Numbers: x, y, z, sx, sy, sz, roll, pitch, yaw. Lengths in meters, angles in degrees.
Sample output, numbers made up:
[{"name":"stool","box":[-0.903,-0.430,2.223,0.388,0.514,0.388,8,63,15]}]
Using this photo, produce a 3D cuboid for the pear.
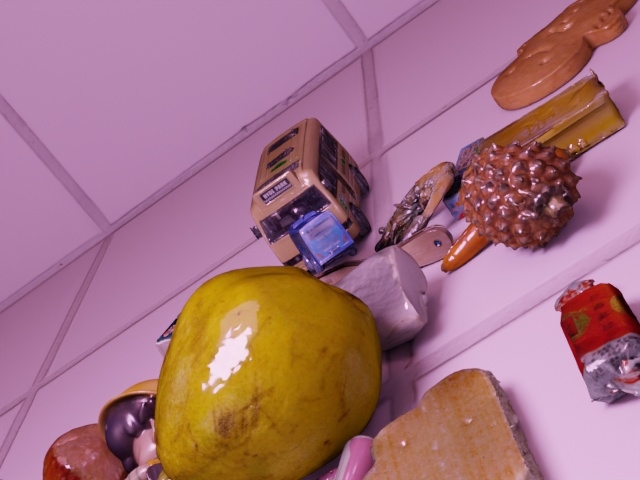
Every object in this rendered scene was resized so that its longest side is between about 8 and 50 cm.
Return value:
[{"name":"pear","box":[-0.084,0.197,1.475,0.375,0.287,0.287,-45,18,-9]}]

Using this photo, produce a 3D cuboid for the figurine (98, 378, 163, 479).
[{"name":"figurine","box":[-0.218,0.310,1.642,0.167,0.192,0.257,-16,38,-15]}]

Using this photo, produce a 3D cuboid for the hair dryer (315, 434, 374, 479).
[{"name":"hair dryer","box":[0.011,0.309,1.396,0.154,0.054,0.106,-36,19,43]}]

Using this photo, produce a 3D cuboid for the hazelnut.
[{"name":"hazelnut","box":[-0.381,0.378,1.860,0.143,0.143,0.154,-24,15,38]}]

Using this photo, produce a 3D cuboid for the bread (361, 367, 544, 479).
[{"name":"bread","box":[0.134,0.252,1.255,0.207,0.056,0.286,-31,18,12]}]

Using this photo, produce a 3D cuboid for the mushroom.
[{"name":"mushroom","box":[0.023,0.124,1.694,0.329,0.122,0.159,-28,11,30]}]

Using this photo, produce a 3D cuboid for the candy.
[{"name":"candy","box":[0.315,0.109,1.256,0.086,0.059,0.292,-31,19,12]}]

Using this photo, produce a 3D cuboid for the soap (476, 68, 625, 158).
[{"name":"soap","box":[0.365,-0.170,1.827,0.233,0.076,0.135,-34,17,16]}]

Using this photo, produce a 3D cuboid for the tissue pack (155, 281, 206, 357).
[{"name":"tissue pack","box":[-0.216,0.164,2.097,0.090,0.103,0.170,-11,31,42]}]

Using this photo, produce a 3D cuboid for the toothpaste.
[{"name":"toothpaste","box":[0.263,-0.112,1.930,0.070,0.044,0.193,-29,20,31]}]

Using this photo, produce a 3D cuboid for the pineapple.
[{"name":"pineapple","box":[0.289,-0.063,1.591,0.166,0.166,0.193,-41,25,-10]}]

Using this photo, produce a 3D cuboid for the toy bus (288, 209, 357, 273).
[{"name":"toy bus","box":[0.001,-0.003,1.911,0.079,0.094,0.236,-28,4,-6]}]

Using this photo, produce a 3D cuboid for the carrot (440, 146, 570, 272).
[{"name":"carrot","box":[0.281,-0.053,1.722,0.271,0.062,0.066,-43,23,-11]}]

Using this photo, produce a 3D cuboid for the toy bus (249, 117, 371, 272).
[{"name":"toy bus","box":[-0.028,-0.090,2.194,0.177,0.202,0.365,-34,19,14]}]

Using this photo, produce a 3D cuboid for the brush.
[{"name":"brush","box":[0.082,0.047,1.873,0.327,0.070,0.065,-26,11,31]}]

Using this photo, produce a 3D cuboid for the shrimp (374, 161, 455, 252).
[{"name":"shrimp","box":[0.155,-0.040,1.904,0.217,0.051,0.150,-52,14,28]}]

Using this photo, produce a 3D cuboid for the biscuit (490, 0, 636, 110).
[{"name":"biscuit","box":[0.461,-0.377,2.196,0.355,0.052,0.275,-45,18,-22]}]

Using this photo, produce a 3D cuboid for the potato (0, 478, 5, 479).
[{"name":"potato","box":[-0.554,0.488,1.836,0.210,0.173,0.307,-39,20,3]}]
